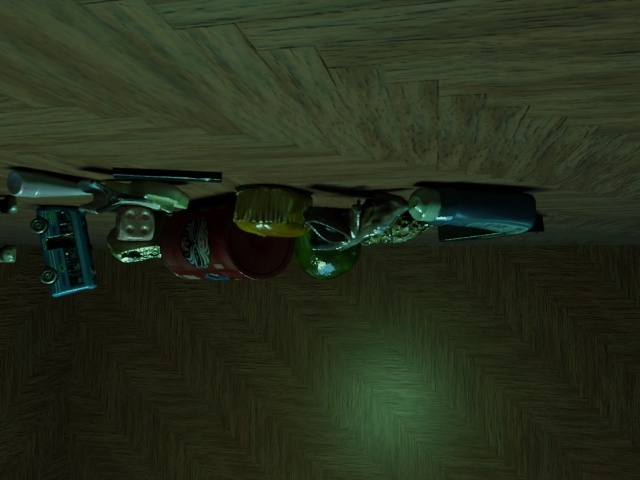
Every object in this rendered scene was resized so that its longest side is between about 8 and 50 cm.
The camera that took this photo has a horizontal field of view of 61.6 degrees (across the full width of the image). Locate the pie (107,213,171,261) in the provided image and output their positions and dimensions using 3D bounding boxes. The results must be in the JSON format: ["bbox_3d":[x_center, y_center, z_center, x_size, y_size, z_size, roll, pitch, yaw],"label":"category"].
[{"bbox_3d":[-0.509,-0.018,1.574,0.218,0.185,0.052,-9,136,-18],"label":"pie"}]

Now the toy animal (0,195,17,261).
[{"bbox_3d":[-0.811,-0.025,1.104,0.303,0.194,0.344,-4,172,-21],"label":"toy animal"}]

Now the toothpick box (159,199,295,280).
[{"bbox_3d":[-0.246,0.002,1.374,0.204,0.204,0.334,4,175,-41],"label":"toothpick box"}]

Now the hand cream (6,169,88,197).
[{"bbox_3d":[-0.501,-0.103,1.025,0.076,0.047,0.174,16,-172,27],"label":"hand cream"}]

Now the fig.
[{"bbox_3d":[0.000,0.000,1.514,0.196,0.195,0.245,-2,152,33],"label":"fig"}]

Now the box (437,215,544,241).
[{"bbox_3d":[0.504,-0.035,1.570,0.211,0.058,0.350,-10,175,38],"label":"box"}]

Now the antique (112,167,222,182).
[{"bbox_3d":[-0.277,-0.118,0.978,0.192,0.015,0.031,1,176,-11],"label":"antique"}]

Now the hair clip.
[{"bbox_3d":[-0.358,-0.086,1.041,0.159,0.071,0.219,11,-174,39],"label":"hair clip"}]

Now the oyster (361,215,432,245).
[{"bbox_3d":[0.237,-0.040,1.564,0.260,0.092,0.198,-4,174,3],"label":"oyster"}]

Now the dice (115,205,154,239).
[{"bbox_3d":[-0.510,-0.046,1.474,0.093,0.091,0.094,2,175,-27],"label":"dice"}]

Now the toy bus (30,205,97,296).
[{"bbox_3d":[-0.702,0.026,1.485,0.135,0.246,0.113,-10,178,-13],"label":"toy bus"}]

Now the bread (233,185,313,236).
[{"bbox_3d":[-0.103,-0.060,1.186,0.132,0.114,0.191,0,172,37],"label":"bread"}]

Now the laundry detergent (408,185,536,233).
[{"bbox_3d":[0.310,-0.071,1.146,0.290,0.094,0.143,5,180,-23],"label":"laundry detergent"}]

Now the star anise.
[{"bbox_3d":[0.078,-0.047,1.207,0.258,0.110,0.198,-19,163,-12],"label":"star anise"}]
